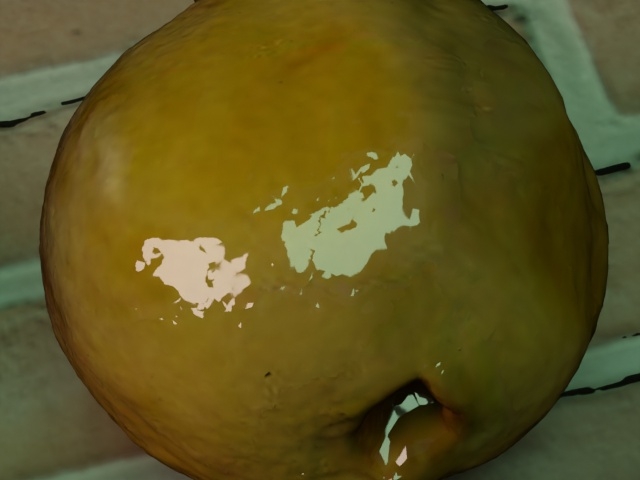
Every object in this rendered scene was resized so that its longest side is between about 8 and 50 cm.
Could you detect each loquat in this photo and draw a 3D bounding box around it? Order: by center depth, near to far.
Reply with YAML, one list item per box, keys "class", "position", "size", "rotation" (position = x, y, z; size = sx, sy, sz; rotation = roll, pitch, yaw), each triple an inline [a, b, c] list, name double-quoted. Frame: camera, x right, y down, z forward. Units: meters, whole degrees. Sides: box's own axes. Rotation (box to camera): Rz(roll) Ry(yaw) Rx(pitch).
- class: "loquat"
  position: [0.000, 0.000, 0.773]
  size: [0.238, 0.193, 0.238]
  rotation: [-12, 51, 15]
